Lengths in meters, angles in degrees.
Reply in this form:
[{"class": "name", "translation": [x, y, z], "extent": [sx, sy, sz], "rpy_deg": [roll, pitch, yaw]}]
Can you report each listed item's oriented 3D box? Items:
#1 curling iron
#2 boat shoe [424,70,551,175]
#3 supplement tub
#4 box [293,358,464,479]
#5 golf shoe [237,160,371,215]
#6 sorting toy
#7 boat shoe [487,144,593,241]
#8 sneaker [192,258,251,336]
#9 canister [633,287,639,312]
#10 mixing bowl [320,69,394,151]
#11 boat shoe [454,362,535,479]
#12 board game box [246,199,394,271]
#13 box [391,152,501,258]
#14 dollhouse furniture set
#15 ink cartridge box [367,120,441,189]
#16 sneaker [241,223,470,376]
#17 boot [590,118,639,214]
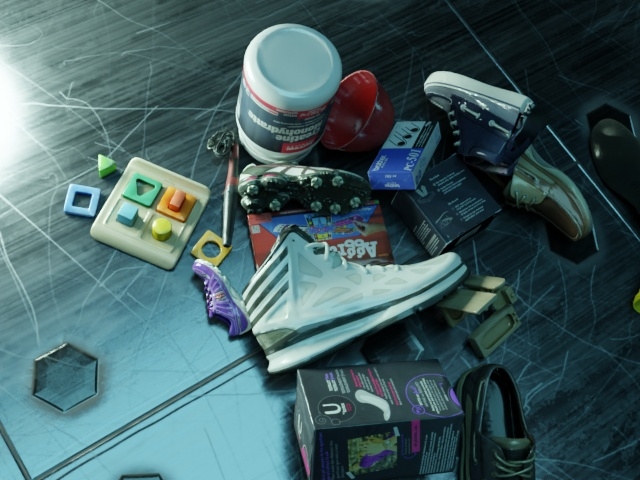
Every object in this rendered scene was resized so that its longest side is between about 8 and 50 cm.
[{"class": "curling iron", "translation": [-0.195, -0.107, 1.838], "extent": [0.068, 0.035, 0.274], "rpy_deg": [3, 64, -17]}, {"class": "boat shoe", "translation": [0.311, -0.248, 1.901], "extent": [0.127, 0.340, 0.158], "rpy_deg": [33, 87, -38]}, {"class": "supplement tub", "translation": [-0.070, -0.286, 1.813], "extent": [0.191, 0.272, 0.191], "rpy_deg": [4, 65, -9]}, {"class": "box", "translation": [0.099, 0.323, 1.606], "extent": [0.270, 0.143, 0.165], "rpy_deg": [-2, 31, -12]}, {"class": "golf shoe", "translation": [-0.032, -0.122, 1.830], "extent": [0.272, 0.105, 0.120], "rpy_deg": [2, 37, -6]}, {"class": "sorting toy", "translation": [-0.334, -0.060, 1.786], "extent": [0.347, 0.047, 0.196], "rpy_deg": [23, 64, 0]}, {"class": "boat shoe", "translation": [0.444, -0.113, 1.925], "extent": [0.116, 0.123, 0.324], "rpy_deg": [-32, 65, -17]}, {"class": "sneaker", "translation": [-0.197, 0.109, 1.723], "extent": [0.071, 0.068, 0.170], "rpy_deg": [-35, 81, -14]}, {"class": "canister", "translation": [0.730, 0.064, 1.888], "extent": [0.073, 0.126, 0.170], "rpy_deg": [26, 62, 2]}, {"class": "mixing bowl", "translation": [0.090, -0.258, 1.907], "extent": [0.098, 0.181, 0.181], "rpy_deg": [26, 58, -35]}, {"class": "boat shoe", "translation": [0.327, 0.396, 1.656], "extent": [0.132, 0.130, 0.355], "rpy_deg": [-5, 67, -13]}, {"class": "board game box", "translation": [0.000, 0.000, 1.833], "extent": [0.281, 0.027, 0.145], "rpy_deg": [-8, 68, -14]}, {"class": "box", "translation": [0.261, -0.071, 1.877], "extent": [0.156, 0.093, 0.158], "rpy_deg": [-30, 75, -21]}, {"class": "dollhouse furniture set", "translation": [0.341, 0.149, 1.741], "extent": [0.144, 0.123, 0.151], "rpy_deg": [-38, 110, -23]}, {"class": "ink cartridge box", "translation": [0.179, -0.180, 1.879], "extent": [0.097, 0.046, 0.207], "rpy_deg": [2, 38, 25]}, {"class": "sneaker", "translation": [0.059, 0.057, 1.718], "extent": [0.447, 0.169, 0.258], "rpy_deg": [-23, 84, -17]}, {"class": "boot", "translation": [0.721, -0.144, 2.014], "extent": [0.115, 0.112, 0.305], "rpy_deg": [-7, 59, -46]}]
